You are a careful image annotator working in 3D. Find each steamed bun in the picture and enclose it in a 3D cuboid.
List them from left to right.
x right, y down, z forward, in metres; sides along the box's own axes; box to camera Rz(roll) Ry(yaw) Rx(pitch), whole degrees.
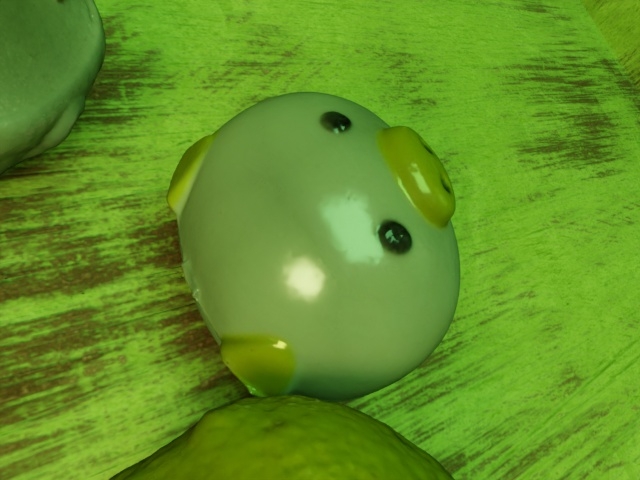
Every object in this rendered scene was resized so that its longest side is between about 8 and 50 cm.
[{"bbox_3d":[-0.383,-0.200,0.568,0.236,0.247,0.383,41,49,-32],"label":"steamed bun"},{"bbox_3d":[-0.003,0.003,0.639,0.334,0.334,0.373,-13,67,-35],"label":"steamed bun"}]

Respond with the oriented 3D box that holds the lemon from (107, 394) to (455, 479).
[{"bbox_3d":[-0.035,0.310,0.441,0.387,0.350,0.349,22,56,-16],"label":"lemon"}]
